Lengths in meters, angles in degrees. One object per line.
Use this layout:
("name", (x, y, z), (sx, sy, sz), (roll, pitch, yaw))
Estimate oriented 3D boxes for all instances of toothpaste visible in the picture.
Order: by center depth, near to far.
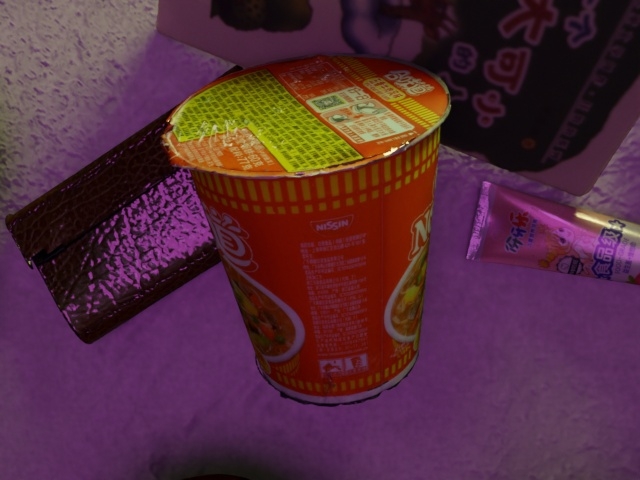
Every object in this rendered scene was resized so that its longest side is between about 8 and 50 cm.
("toothpaste", (0.219, 0.003, 0.634), (0.194, 0.043, 0.067), (12, 103, 9))

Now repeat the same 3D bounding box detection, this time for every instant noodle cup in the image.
("instant noodle cup", (0.000, 0.000, 0.569), (0.193, 0.193, 0.212), (-3, 123, 6))

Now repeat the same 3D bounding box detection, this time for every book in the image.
("book", (0.066, -0.194, 0.545), (0.371, 0.043, 0.260), (21, 135, 3))

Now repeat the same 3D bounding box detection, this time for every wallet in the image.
("wallet", (-0.133, -0.026, 0.662), (0.243, 0.039, 0.133), (-31, 93, 8))

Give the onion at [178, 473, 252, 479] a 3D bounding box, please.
("onion", (-0.088, 0.322, 0.610), (0.276, 0.276, 0.276), (1, 99, 5))
